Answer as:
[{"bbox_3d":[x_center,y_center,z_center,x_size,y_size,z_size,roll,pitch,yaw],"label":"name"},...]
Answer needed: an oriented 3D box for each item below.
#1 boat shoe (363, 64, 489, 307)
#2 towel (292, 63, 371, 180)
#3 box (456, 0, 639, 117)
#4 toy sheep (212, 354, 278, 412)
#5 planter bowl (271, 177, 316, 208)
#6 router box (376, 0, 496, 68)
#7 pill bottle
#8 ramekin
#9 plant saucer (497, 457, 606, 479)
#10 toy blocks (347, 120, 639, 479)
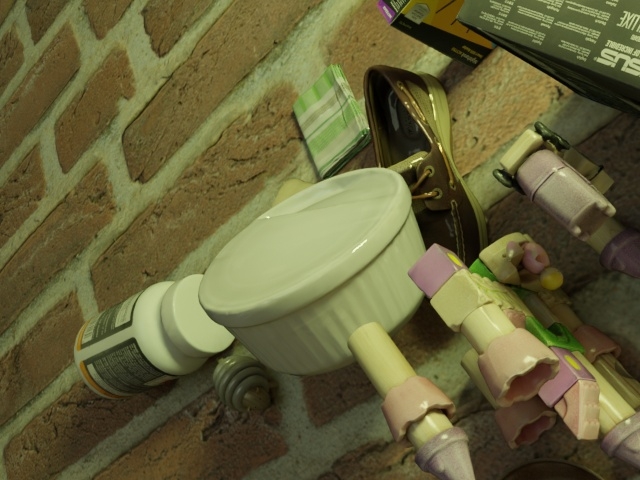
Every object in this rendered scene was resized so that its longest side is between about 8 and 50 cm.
[{"bbox_3d":[0.120,-0.073,1.003,0.123,0.123,0.341,-21,70,39],"label":"boat shoe"},{"bbox_3d":[0.012,-0.183,1.190,0.113,0.023,0.152,-40,58,30],"label":"towel"},{"bbox_3d":[0.315,-0.160,0.734,0.307,0.242,0.076,40,110,46],"label":"box"},{"bbox_3d":[-0.122,0.220,1.205,0.132,0.091,0.091,30,104,42],"label":"toy sheep"},{"bbox_3d":[0.000,0.000,1.098,0.109,0.162,0.162,11,91,16],"label":"planter bowl"},{"bbox_3d":[0.175,-0.295,0.951,0.133,0.179,0.046,-46,53,29],"label":"router box"},{"bbox_3d":[-0.277,0.162,1.308,0.278,0.162,0.162,-25,67,37],"label":"pill bottle"},{"bbox_3d":[0.004,0.040,0.910,0.273,0.273,0.127,-12,120,41],"label":"ramekin"},{"bbox_3d":[0.269,0.341,0.857,0.199,0.036,0.198,-9,76,42],"label":"plant saucer"},{"bbox_3d":[0.244,0.112,0.753,0.309,0.289,0.260,-52,49,20],"label":"toy blocks"}]
